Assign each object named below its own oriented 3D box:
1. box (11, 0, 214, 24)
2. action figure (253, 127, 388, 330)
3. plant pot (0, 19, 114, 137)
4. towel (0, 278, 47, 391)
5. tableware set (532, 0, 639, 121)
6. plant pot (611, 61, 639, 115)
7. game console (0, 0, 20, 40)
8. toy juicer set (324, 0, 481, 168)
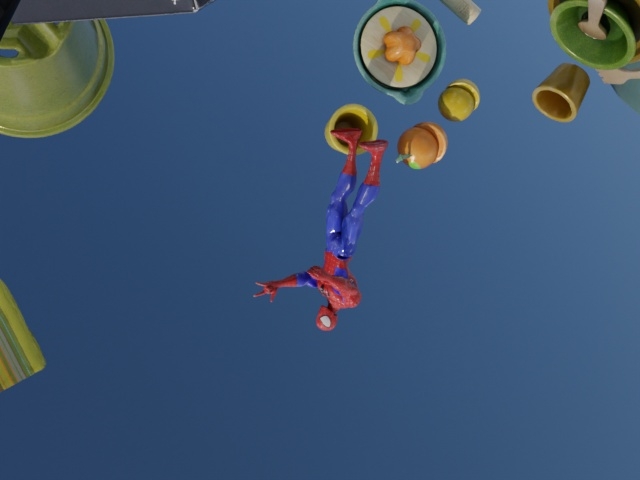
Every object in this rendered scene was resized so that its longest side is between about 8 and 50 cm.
[{"bbox_3d":[-0.207,-0.402,1.046,0.294,0.296,0.183,-51,-44,-45],"label":"box"},{"bbox_3d":[0.000,0.000,1.136,0.139,0.091,0.280,-11,-62,-36],"label":"action figure"},{"bbox_3d":[-0.451,-0.313,1.281,0.276,0.254,0.276,1,-95,-12],"label":"plant pot"},{"bbox_3d":[-0.346,0.112,0.674,0.237,0.021,0.102,-28,-94,-13],"label":"towel"},{"bbox_3d":[0.075,-0.110,0.357,0.154,0.104,0.024,46,-110,-27],"label":"tableware set"},{"bbox_3d":[0.328,-0.226,0.480,0.341,0.341,0.334,-46,-33,-50],"label":"plant pot"},{"bbox_3d":[-0.180,-0.291,0.454,0.213,0.361,0.044,32,-173,21],"label":"game console"},{"bbox_3d":[0.142,-0.256,1.194,0.209,0.089,0.329,16,-92,-14],"label":"toy juicer set"}]
